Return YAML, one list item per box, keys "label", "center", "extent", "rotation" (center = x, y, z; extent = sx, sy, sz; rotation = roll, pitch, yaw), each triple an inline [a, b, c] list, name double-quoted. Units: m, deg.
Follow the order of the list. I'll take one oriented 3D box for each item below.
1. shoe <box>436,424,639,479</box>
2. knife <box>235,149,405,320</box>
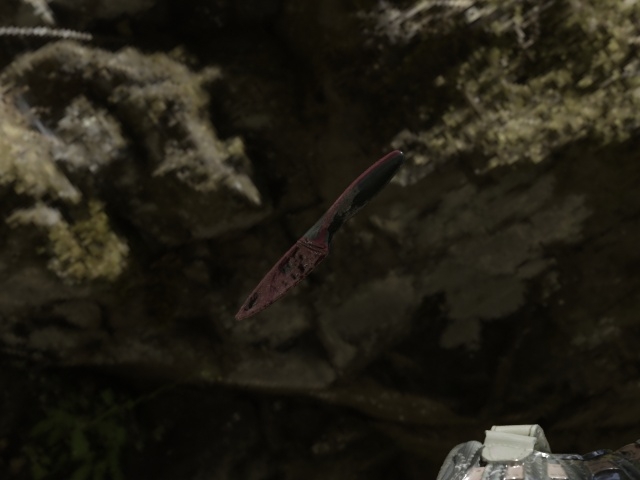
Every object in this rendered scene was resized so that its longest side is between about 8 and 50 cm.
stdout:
- label: "shoe"
  center: [0.086, 0.123, 0.447]
  extent: [0.092, 0.180, 0.089]
  rotation: [34, -42, 50]
- label: "knife"
  center: [0.000, 0.000, 1.175]
  extent: [0.035, 0.247, 0.018]
  rotation: [48, 12, 20]
